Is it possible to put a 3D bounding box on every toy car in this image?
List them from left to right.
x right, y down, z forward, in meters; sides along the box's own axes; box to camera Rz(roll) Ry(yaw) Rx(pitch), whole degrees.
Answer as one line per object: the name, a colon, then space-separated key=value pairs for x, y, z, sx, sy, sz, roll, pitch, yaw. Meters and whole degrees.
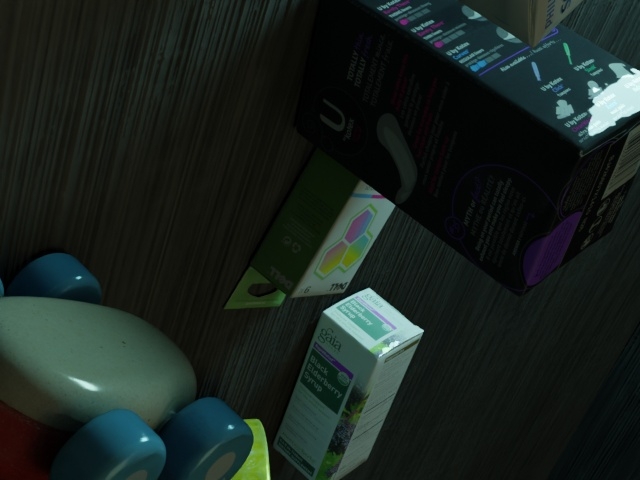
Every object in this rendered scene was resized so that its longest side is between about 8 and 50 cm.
toy car: x=-0.215 y=0.163 z=0.878 sx=0.238 sy=0.219 sz=0.210 roll=-57 pitch=155 yaw=14

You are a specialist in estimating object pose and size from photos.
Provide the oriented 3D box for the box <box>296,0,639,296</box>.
box: x=0.131 y=-0.110 z=1.044 sx=0.143 sy=0.270 sz=0.165 roll=-31 pitch=149 yaw=-38

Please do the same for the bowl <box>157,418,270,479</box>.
bowl: x=-0.147 y=0.328 z=1.259 sx=0.156 sy=0.289 sz=0.289 roll=3 pitch=134 yaw=-10

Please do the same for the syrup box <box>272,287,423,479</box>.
syrup box: x=0.031 y=0.183 z=1.485 sx=0.096 sy=0.093 sz=0.237 roll=-25 pitch=145 yaw=-44

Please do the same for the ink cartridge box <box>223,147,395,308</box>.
ink cartridge box: x=0.000 y=0.000 z=1.219 sx=0.209 sy=0.062 sz=0.109 roll=-59 pitch=155 yaw=16

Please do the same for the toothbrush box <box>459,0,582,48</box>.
toothbrush box: x=0.170 y=-0.318 z=0.897 sx=0.295 sy=0.216 sz=0.126 roll=-44 pitch=154 yaw=-19
